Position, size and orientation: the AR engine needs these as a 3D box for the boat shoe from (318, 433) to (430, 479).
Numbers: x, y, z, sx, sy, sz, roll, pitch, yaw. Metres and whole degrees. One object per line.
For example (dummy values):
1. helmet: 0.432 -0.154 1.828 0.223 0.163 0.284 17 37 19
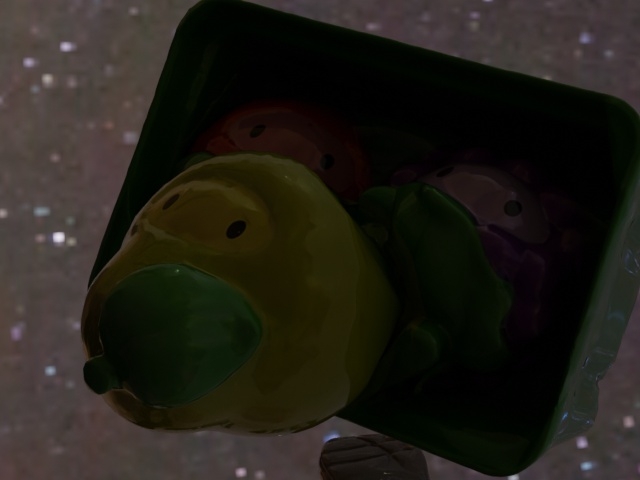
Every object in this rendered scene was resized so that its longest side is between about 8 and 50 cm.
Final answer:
1. boat shoe: 0.069 0.313 1.850 0.355 0.132 0.130 -96 -174 -66

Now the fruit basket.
1. fruit basket: 0.000 0.000 1.252 0.392 0.392 0.282 17 -93 51
